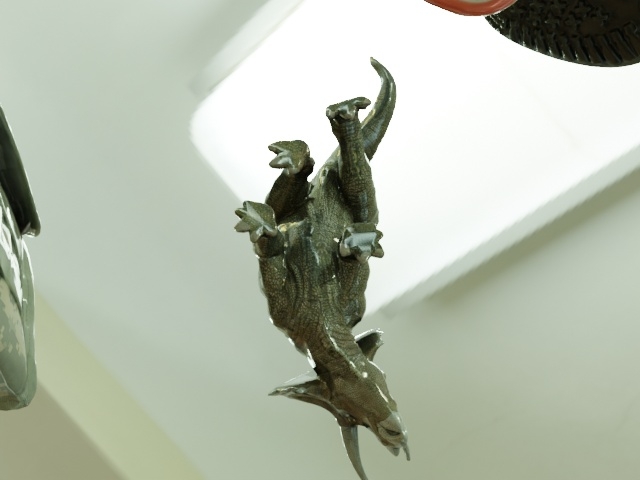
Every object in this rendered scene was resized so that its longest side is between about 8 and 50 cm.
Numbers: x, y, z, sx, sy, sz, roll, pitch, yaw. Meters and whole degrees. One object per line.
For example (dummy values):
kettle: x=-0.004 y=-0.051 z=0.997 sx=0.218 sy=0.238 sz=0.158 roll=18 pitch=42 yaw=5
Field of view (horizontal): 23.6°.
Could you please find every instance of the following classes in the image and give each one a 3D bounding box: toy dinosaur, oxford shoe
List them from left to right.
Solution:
toy dinosaur: x=0.000 y=0.000 z=1.084 sx=0.121 sy=0.313 sz=0.160 roll=-1 pitch=-38 yaw=-3
oxford shoe: x=0.203 y=-0.162 z=0.936 sx=0.227 sy=0.096 sz=0.083 roll=1 pitch=-53 yaw=34

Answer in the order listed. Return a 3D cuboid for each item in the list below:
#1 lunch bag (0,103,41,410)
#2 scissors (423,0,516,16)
lunch bag: x=-0.300 y=-0.043 z=1.078 sx=0.169 sy=0.287 sz=0.235 roll=-12 pitch=-48 yaw=-1
scissors: x=-0.017 y=-0.213 z=0.676 sx=0.297 sy=0.109 sz=0.021 roll=32 pitch=7 yaw=-10
